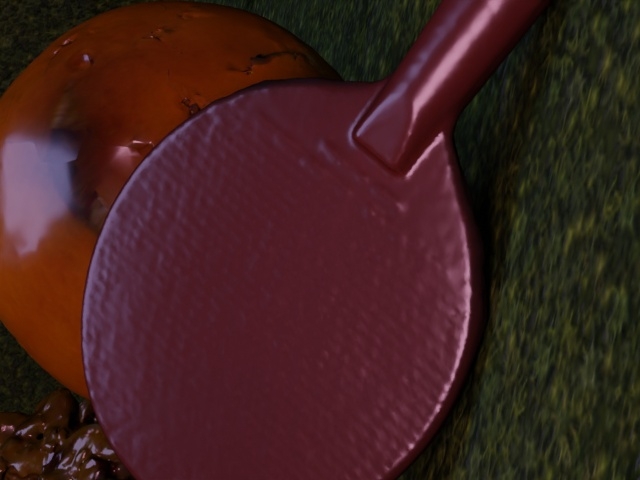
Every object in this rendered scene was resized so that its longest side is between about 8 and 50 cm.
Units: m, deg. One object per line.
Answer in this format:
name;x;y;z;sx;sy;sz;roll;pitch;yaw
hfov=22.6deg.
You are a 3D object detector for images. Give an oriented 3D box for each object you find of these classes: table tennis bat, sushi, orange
table tennis bat;0.000;0.000;0.754;0.310;0.200;0.038;-54;-18;14
sushi;-0.167;0.215;1.224;0.213;0.204;0.200;145;140;-66
orange;-0.081;-0.016;0.932;0.246;0.246;0.246;-169;90;-78
